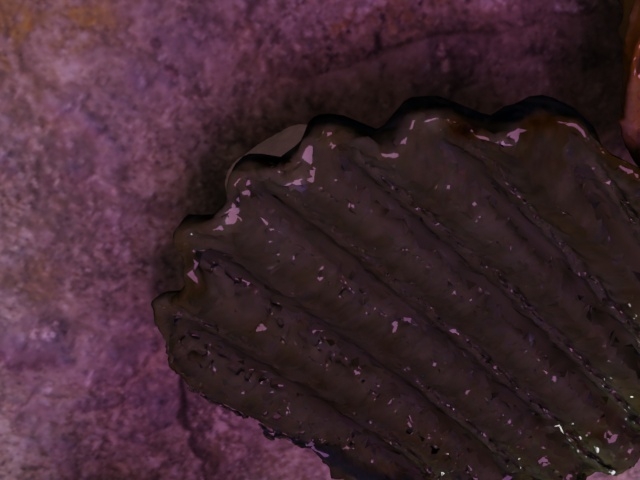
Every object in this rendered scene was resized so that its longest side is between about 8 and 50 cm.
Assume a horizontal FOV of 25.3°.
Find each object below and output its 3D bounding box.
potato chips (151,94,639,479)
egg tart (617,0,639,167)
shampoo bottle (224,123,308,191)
[{"bbox_3d":[0.111,0.057,0.933,0.358,0.070,0.429,-31,130,26],"label":"potato chips"},{"bbox_3d":[0.276,-0.171,0.910,0.297,0.132,0.297,-15,119,-29],"label":"egg tart"},{"bbox_3d":[0.000,0.000,0.942,0.077,0.045,0.152,-32,125,-1],"label":"shampoo bottle"}]
